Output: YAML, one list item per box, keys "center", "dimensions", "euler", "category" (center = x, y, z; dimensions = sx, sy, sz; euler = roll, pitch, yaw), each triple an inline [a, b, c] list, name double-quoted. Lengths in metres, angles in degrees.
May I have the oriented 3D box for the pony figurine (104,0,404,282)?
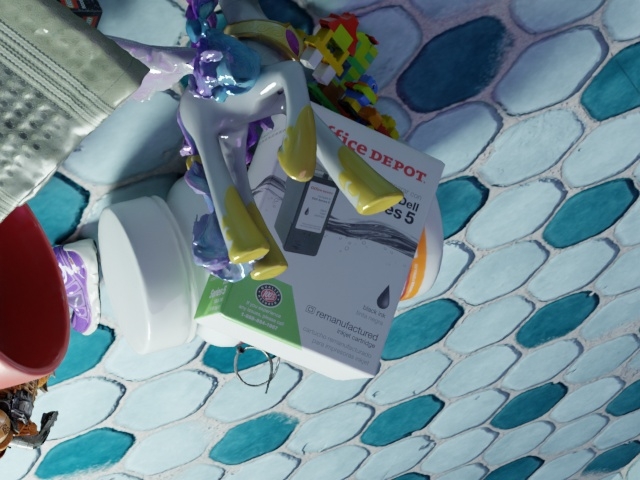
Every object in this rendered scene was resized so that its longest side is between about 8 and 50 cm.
- center: [-0.101, -0.148, 1.573]
  dimensions: [0.303, 0.363, 0.351]
  euler: [-6, 162, -44]
  category: "pony figurine"

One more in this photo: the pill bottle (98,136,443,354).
- center: [-0.064, 0.008, 1.906]
  dimensions: [0.392, 0.224, 0.224]
  euler: [-13, 148, -21]
  category: "pill bottle"

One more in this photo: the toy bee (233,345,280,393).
- center: [0.000, 0.114, 2.137]
  dimensions: [0.162, 0.195, 0.298]
  euler: [-81, -168, -79]
  category: "toy bee"

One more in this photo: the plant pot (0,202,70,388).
- center: [-0.452, 0.070, 1.692]
  dimensions: [0.243, 0.275, 0.275]
  euler: [-24, 152, 15]
  category: "plant pot"

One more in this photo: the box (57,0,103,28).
- center: [-0.286, -0.195, 1.472]
  dimensions: [0.044, 0.159, 0.233]
  euler: [-5, 144, -31]
  category: "box"

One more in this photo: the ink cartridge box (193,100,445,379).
- center: [0.000, 0.000, 1.747]
  dimensions: [0.198, 0.273, 0.115]
  euler: [23, 166, -16]
  category: "ink cartridge box"

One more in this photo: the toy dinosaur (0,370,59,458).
- center: [-0.456, 0.216, 1.926]
  dimensions: [0.164, 0.218, 0.322]
  euler: [-58, -178, 21]
  category: "toy dinosaur"

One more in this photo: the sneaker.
- center: [-0.322, 0.057, 1.968]
  dimensions: [0.071, 0.068, 0.170]
  euler: [-4, 138, -8]
  category: "sneaker"

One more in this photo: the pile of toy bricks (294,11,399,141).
- center: [0.031, -0.205, 1.789]
  dimensions: [0.105, 0.118, 0.212]
  euler: [-55, 137, -11]
  category: "pile of toy bricks"

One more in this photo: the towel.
- center: [-0.359, -0.167, 1.386]
  dimensions: [0.324, 0.056, 0.312]
  euler: [39, 128, -19]
  category: "towel"
